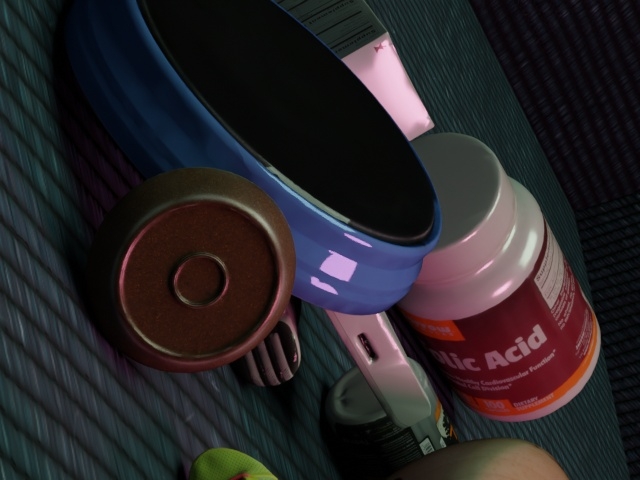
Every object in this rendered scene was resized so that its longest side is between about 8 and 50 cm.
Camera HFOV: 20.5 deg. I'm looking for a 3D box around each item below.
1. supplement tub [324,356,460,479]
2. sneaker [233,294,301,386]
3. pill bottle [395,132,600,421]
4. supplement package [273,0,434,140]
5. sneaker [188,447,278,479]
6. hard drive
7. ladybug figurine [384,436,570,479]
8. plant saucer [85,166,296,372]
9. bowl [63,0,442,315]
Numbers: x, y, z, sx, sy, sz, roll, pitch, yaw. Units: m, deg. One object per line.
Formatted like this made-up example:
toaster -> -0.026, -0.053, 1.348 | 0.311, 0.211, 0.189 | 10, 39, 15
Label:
supplement tub -> 0.090, 0.225, 1.884 | 0.117, 0.117, 0.190 | -85, 153, -55
sneaker -> -0.069, 0.014, 1.664 | 0.132, 0.086, 0.228 | -70, 150, -74
pill bottle -> 0.207, 0.050, 2.289 | 0.392, 0.224, 0.224 | 55, 23, -47
supplement package -> 0.002, -0.194, 1.899 | 0.139, 0.134, 0.244 | 60, 1, -36
sneaker -> -0.054, 0.219, 1.360 | 0.208, 0.081, 0.094 | 52, -10, 49
hard drive -> 0.000, 0.000, 1.778 | 0.233, 0.047, 0.353 | 60, 3, -38
ladybug figurine -> 0.145, 0.349, 1.753 | 0.449, 0.162, 0.305 | 52, 55, -55
plant saucer -> -0.096, 0.028, 1.370 | 0.168, 0.168, 0.029 | 65, -9, -22
bowl -> -0.047, -0.105, 1.557 | 0.391, 0.077, 0.391 | 38, 23, -19
